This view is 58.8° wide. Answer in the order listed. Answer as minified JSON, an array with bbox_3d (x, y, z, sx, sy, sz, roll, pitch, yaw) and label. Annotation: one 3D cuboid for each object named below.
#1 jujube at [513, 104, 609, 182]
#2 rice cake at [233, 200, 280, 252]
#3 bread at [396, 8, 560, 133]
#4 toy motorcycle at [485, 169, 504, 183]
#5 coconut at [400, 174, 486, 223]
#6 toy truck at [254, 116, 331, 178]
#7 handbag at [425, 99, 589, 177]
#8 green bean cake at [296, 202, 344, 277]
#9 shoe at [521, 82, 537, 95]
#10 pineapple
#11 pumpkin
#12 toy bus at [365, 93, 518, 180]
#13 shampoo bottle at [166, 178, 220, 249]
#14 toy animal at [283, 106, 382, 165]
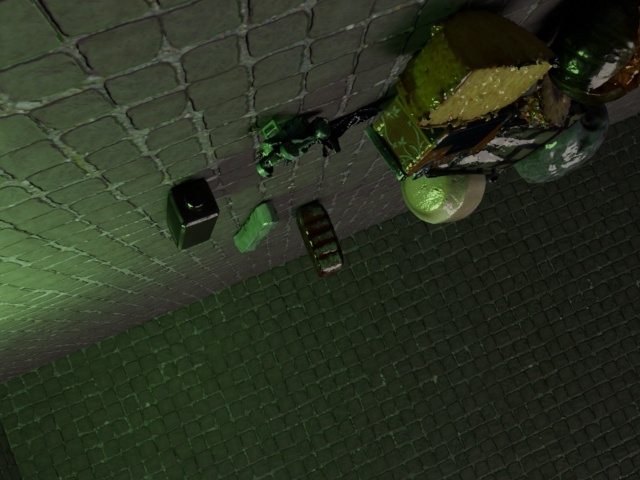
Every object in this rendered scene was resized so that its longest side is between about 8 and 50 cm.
[{"bbox_3d":[0.667,-0.302,1.642,0.216,0.246,0.308,-10,171,-23],"label":"jujube"},{"bbox_3d":[-0.182,-0.033,1.619,0.063,0.066,0.336,-20,172,-24],"label":"rice cake"},{"bbox_3d":[0.219,-0.263,0.858,0.261,0.147,0.160,-19,164,-34],"label":"bread"},{"bbox_3d":[0.612,-0.295,1.880,0.401,0.134,0.207,-40,161,14],"label":"toy motorcycle"},{"bbox_3d":[0.394,-0.174,1.797,0.237,0.237,0.266,-29,173,37],"label":"coconut"},{"bbox_3d":[-0.054,-0.173,0.957,0.080,0.078,0.154,-29,-171,41],"label":"toy truck"},{"bbox_3d":[0.451,-0.287,1.456,0.327,0.162,0.325,-11,164,-31],"label":"handbag"},{"bbox_3d":[0.000,0.000,1.818,0.097,0.232,0.198,-19,169,-7],"label":"green bean cake"},{"bbox_3d":[0.323,-0.294,1.004,0.078,0.079,0.195,-60,147,0],"label":"shoe"},{"bbox_3d":[0.424,-0.316,1.171,0.137,0.161,0.176,11,173,44],"label":"pineapple"},{"bbox_3d":[0.520,-0.357,1.019,0.238,0.159,0.238,-21,151,-12],"label":"pumpkin"},{"bbox_3d":[0.245,-0.232,1.115,0.275,0.138,0.167,-21,162,-40],"label":"toy bus"},{"bbox_3d":[-0.257,-0.051,1.135,0.079,0.080,0.246,-23,174,-20],"label":"shampoo bottle"},{"bbox_3d":[0.017,-0.197,1.086,0.220,0.062,0.108,-27,-169,16],"label":"toy animal"}]
